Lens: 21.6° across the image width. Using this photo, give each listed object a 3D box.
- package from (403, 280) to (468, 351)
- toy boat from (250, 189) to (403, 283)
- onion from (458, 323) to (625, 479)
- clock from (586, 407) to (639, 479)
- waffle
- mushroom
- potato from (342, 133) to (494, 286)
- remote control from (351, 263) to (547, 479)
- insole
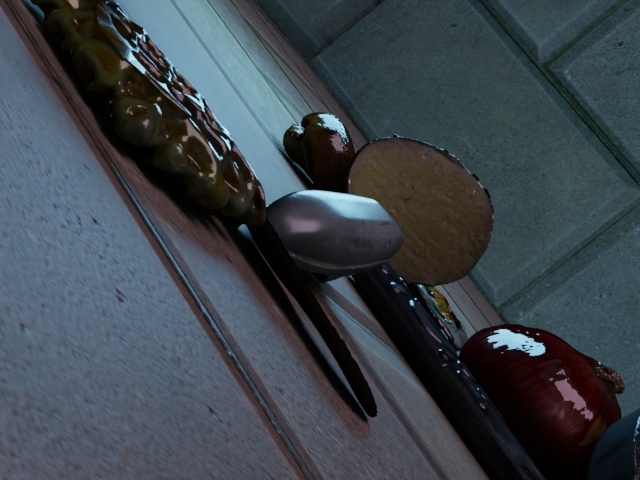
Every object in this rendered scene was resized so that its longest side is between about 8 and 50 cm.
[{"bbox_3d":[0.126,0.059,2.233,0.232,0.040,0.166,52,6,14],"label":"package"},{"bbox_3d":[0.000,0.000,1.505,0.078,0.085,0.260,52,17,14],"label":"toy boat"},{"bbox_3d":[0.252,0.190,1.903,0.248,0.161,0.248,32,-4,2],"label":"onion"},{"bbox_3d":[0.422,0.348,1.779,0.386,0.076,0.386,33,40,-34],"label":"clock"},{"bbox_3d":[-0.122,-0.104,1.263,0.223,0.054,0.204,56,7,34],"label":"waffle"},{"bbox_3d":[0.003,-0.105,2.156,0.127,0.087,0.127,-14,90,-85],"label":"mushroom"},{"bbox_3d":[0.112,-0.026,2.135,0.202,0.182,0.117,27,-15,-2],"label":"potato"},{"bbox_3d":[0.150,0.165,1.750,0.377,0.044,0.107,55,3,30],"label":"remote control"},{"bbox_3d":[-0.019,0.035,1.309,0.253,0.005,0.086,56,-13,31],"label":"insole"}]
